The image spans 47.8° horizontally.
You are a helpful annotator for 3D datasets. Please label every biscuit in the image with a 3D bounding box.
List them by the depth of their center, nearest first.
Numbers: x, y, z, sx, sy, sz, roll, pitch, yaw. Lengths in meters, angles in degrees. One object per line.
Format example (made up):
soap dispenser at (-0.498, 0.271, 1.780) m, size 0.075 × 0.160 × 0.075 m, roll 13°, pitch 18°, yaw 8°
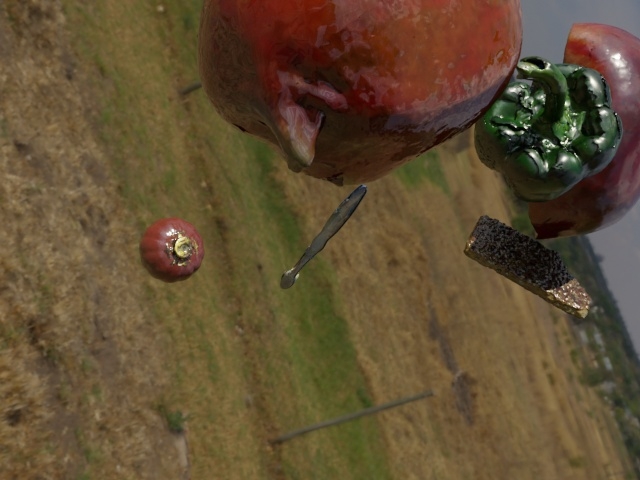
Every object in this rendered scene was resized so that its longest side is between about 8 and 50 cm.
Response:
biscuit at (0.374, 0.041, 1.279) m, size 0.237 × 0.026 × 0.131 m, roll 30°, pitch 42°, yaw 9°

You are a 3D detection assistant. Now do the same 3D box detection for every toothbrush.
toothbrush at (0.000, 0.000, 1.622) m, size 0.035 × 0.413 × 0.042 m, roll 39°, pitch 47°, yaw -1°

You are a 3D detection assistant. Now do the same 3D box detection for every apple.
apple at (0.442, -0.167, 1.241) m, size 0.295 × 0.329 × 0.365 m, roll 55°, pitch 2°, yaw 22°

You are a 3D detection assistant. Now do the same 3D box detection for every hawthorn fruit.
hawthorn fruit at (0.025, -0.199, 0.667) m, size 0.311 × 0.295 × 0.295 m, roll -23°, pitch 93°, yaw -35°

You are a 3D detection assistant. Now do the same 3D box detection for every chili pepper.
chili pepper at (0.284, -0.140, 0.911) m, size 0.261 × 0.174 × 0.165 m, roll 36°, pitch 40°, yaw -75°

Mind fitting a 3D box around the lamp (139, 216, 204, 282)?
lamp at (-0.226, 0.014, 1.099) m, size 0.101 × 0.090 × 0.101 m, roll 3°, pitch 84°, yaw -35°
